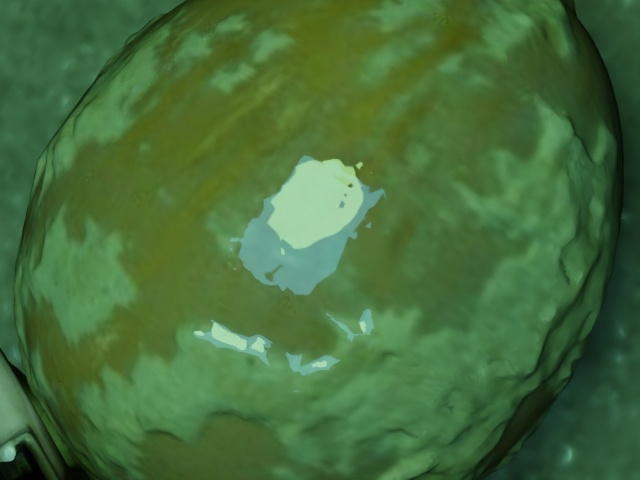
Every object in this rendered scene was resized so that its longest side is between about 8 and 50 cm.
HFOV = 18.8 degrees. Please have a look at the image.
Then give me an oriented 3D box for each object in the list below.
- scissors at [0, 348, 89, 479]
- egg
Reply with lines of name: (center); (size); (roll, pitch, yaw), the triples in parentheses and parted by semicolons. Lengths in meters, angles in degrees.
scissors: (-0.095, 0.088, 0.659); (0.024, 0.317, 0.160); (-31, 84, -6)
egg: (0.000, 0.000, 0.678); (0.203, 0.203, 0.245); (46, 115, 9)
